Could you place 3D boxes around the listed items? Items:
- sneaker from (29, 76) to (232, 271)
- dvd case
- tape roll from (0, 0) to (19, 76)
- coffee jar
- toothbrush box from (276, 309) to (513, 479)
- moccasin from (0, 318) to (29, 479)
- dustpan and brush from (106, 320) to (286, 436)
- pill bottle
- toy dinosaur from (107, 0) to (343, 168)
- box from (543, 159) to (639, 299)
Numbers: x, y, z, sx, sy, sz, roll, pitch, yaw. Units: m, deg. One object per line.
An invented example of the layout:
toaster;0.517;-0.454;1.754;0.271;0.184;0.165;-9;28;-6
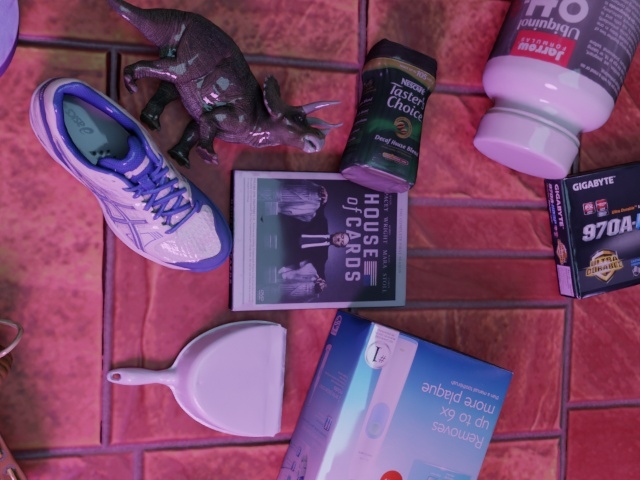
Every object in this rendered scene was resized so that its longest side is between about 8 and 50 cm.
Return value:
sneaker;-0.214;-0.065;1.006;0.296;0.131;0.112;43;78;-18
dvd case;0.000;0.000;1.136;0.239;0.029;0.179;0;94;-18
tape roll;-0.425;-0.245;0.949;0.189;0.080;0.189;-1;92;-19
coffee jar;0.089;-0.159;1.116;0.096;0.079;0.184;17;75;-19
toothbrush box;0.085;0.265;1.130;0.216;0.126;0.295;22;87;-19
moccasin;-0.394;0.142;0.952;0.147;0.139;0.380;-18;96;-24
dustpan and brush;-0.154;0.170;1.085;0.211;0.060;0.147;3;91;-26
pill bottle;0.320;-0.250;1.154;0.176;0.176;0.318;24;85;-19
toy dinosaur;-0.140;-0.191;1.049;0.313;0.121;0.160;44;67;-11
box;0.440;-0.022;1.274;0.220;0.051;0.175;-11;97;-18
